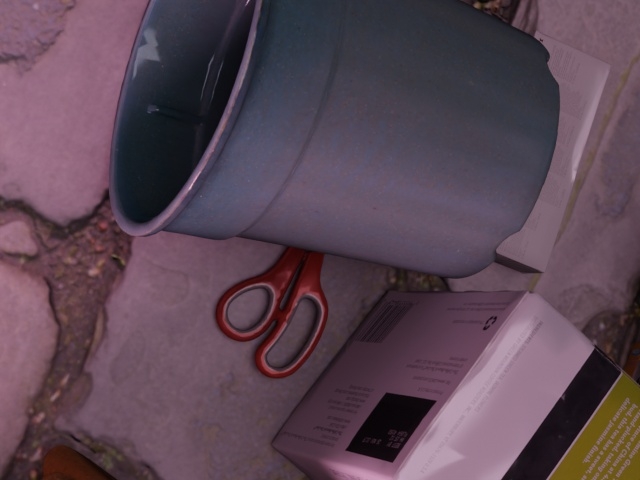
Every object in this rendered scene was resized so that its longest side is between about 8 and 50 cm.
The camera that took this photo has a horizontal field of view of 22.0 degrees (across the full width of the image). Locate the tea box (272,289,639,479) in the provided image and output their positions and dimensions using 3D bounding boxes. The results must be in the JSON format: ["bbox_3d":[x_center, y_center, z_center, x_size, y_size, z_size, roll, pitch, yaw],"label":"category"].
[{"bbox_3d":[0.180,0.226,1.588,0.323,0.329,0.220,43,76,-15],"label":"tea box"}]

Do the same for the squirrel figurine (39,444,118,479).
[{"bbox_3d":[-0.216,0.434,1.482,0.397,0.281,0.370,38,84,-12],"label":"squirrel figurine"}]

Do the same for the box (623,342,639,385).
[{"bbox_3d":[0.365,0.176,1.814,0.081,0.028,0.136,28,78,-17],"label":"box"}]

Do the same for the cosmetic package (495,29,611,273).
[{"bbox_3d":[0.221,-0.093,1.750,0.099,0.060,0.239,22,81,-20],"label":"cosmetic package"}]

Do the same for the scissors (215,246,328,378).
[{"bbox_3d":[0.000,0.000,1.693,0.109,0.021,0.297,34,75,-7],"label":"scissors"}]

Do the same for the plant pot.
[{"bbox_3d":[0.020,-0.126,1.550,0.334,0.341,0.341,16,83,-24],"label":"plant pot"}]
